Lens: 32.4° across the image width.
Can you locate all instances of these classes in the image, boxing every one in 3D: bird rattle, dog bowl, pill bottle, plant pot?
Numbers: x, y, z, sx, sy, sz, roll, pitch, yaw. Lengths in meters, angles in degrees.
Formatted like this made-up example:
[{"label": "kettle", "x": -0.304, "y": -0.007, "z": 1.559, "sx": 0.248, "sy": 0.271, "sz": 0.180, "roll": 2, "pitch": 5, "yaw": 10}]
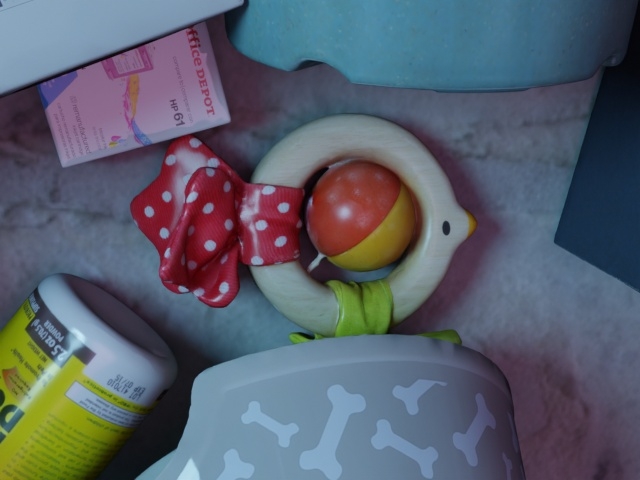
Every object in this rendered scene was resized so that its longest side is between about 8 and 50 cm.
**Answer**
[{"label": "bird rattle", "x": 0.000, "y": 0.000, "z": 0.809, "sx": 0.253, "sy": 0.143, "sz": 0.207, "roll": 43, "pitch": 79, "yaw": -6}, {"label": "dog bowl", "x": -0.016, "y": 0.204, "z": 0.741, "sx": 0.348, "sy": 0.102, "sz": 0.349, "roll": -13, "pitch": 143, "yaw": -9}, {"label": "pill bottle", "x": -0.206, "y": 0.136, "z": 0.768, "sx": 0.117, "sy": 0.117, "sz": 0.215, "roll": 38, "pitch": 92, "yaw": -19}, {"label": "plant pot", "x": 0.070, "y": -0.277, "z": 0.643, "sx": 0.341, "sy": 0.341, "sz": 0.334, "roll": -4, "pitch": 113, "yaw": -13}]

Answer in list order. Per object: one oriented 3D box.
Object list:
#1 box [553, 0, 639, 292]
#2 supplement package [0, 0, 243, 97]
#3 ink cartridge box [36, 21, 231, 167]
[{"label": "box", "x": 0.425, "y": -0.071, "z": 0.823, "sx": 0.395, "sy": 0.212, "sz": 0.294, "roll": 12, "pitch": 101, "yaw": -17}, {"label": "supplement package", "x": -0.191, "y": -0.148, "z": 0.616, "sx": 0.244, "sy": 0.139, "sz": 0.134, "roll": -25, "pitch": 104, "yaw": -21}, {"label": "ink cartridge box", "x": -0.132, "y": -0.111, "z": 0.760, "sx": 0.122, "sy": 0.052, "sz": 0.089, "roll": -17, "pitch": 107, "yaw": -10}]
